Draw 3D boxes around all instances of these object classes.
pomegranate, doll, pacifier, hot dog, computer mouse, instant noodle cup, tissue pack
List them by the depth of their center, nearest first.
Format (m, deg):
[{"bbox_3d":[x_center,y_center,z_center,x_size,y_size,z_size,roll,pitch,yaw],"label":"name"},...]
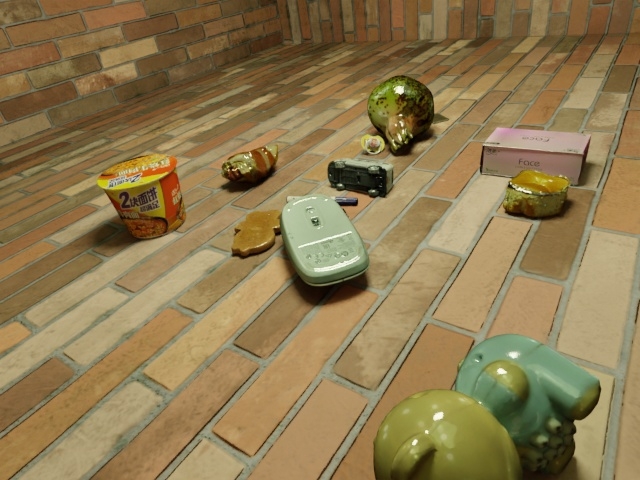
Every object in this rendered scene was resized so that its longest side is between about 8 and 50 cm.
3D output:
[{"bbox_3d":[0.178,0.230,0.504,0.260,0.177,0.161,-26,41,-28],"label":"doll"},{"bbox_3d":[0.000,0.004,0.965,0.159,0.097,0.288,-15,45,-12],"label":"computer mouse"},{"bbox_3d":[0.583,-0.237,1.184,0.246,0.093,0.148,14,38,32],"label":"tissue pack"},{"bbox_3d":[-0.474,-0.118,1.194,0.213,0.174,0.213,-6,34,4],"label":"instant noodle cup"},{"bbox_3d":[-0.216,-0.239,1.388,0.146,0.103,0.213,-8,16,43],"label":"hot dog"},{"bbox_3d":[0.171,-0.318,1.458,0.083,0.068,0.064,3,-4,-12],"label":"pacifier"},{"bbox_3d":[0.272,-0.410,1.467,0.221,0.277,0.204,-2,-9,15],"label":"pomegranate"}]

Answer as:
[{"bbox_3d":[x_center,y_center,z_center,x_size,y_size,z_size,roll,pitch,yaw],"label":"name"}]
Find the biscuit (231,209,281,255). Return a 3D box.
[{"bbox_3d":[-0.156,-0.023,1.105,0.133,0.027,0.184,-9,35,-1],"label":"biscuit"}]

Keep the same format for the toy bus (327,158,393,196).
[{"bbox_3d":[0.116,-0.188,1.238,0.193,0.087,0.089,15,33,33],"label":"toy bus"}]

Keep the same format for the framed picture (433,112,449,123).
[{"bbox_3d":[0.436,-0.463,1.639,0.066,0.007,0.089,-16,34,-10],"label":"framed picture"}]

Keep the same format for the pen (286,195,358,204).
[{"bbox_3d":[0.003,-0.110,1.199,0.204,0.025,0.025,2,35,16],"label":"pen"}]

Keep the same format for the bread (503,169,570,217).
[{"bbox_3d":[0.516,-0.111,1.032,0.127,0.069,0.140,21,40,36],"label":"bread"}]
